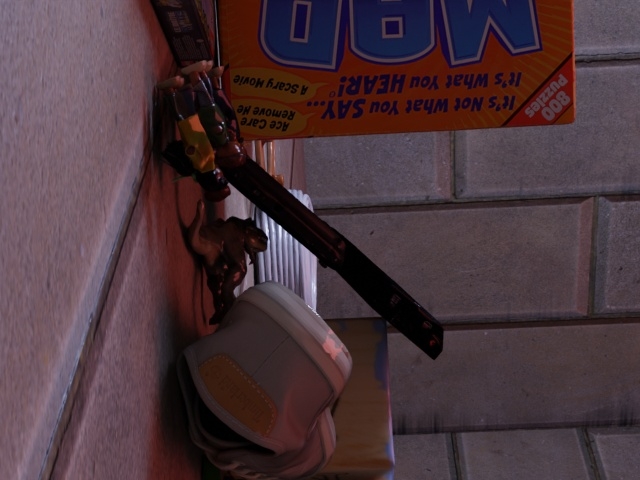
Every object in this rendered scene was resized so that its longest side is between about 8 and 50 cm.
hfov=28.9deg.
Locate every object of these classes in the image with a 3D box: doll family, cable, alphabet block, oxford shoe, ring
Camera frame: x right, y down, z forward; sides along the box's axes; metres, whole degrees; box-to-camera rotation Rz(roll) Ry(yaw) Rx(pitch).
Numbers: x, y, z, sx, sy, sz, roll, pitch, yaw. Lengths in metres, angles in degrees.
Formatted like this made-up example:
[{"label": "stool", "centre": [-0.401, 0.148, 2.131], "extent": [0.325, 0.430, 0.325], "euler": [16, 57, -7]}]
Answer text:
[{"label": "doll family", "centre": [-0.099, -0.091, 1.103], "extent": [0.193, 0.076, 0.111], "euler": [-41, 109, -81]}, {"label": "cable", "centre": [-0.053, 0.045, 2.029], "extent": [0.257, 0.089, 0.257], "euler": [84, 4, -61]}, {"label": "alphabet block", "centre": [-0.010, 0.207, 1.562], "extent": [0.193, 0.197, 0.192], "euler": [82, 4, -71]}, {"label": "oxford shoe", "centre": [-0.068, 0.166, 1.205], "extent": [0.130, 0.169, 0.449], "euler": [-45, 170, -17]}, {"label": "ring", "centre": [-0.089, -0.207, 2.189], "extent": [0.336, 0.032, 0.337], "euler": [-3, 90, -87]}]

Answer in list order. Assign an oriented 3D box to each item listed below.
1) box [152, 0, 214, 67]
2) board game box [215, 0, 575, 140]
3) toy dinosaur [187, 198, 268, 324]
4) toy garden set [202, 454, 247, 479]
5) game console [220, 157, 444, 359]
[{"label": "box", "centre": [-0.126, -0.246, 1.121], "extent": [0.207, 0.036, 0.114], "euler": [79, 9, -77]}, {"label": "board game box", "centre": [0.059, -0.302, 1.394], "extent": [0.356, 0.356, 0.357], "euler": [-128, -145, -81]}, {"label": "toy dinosaur", "centre": [-0.100, 0.026, 1.285], "extent": [0.268, 0.064, 0.118], "euler": [20, 63, -83]}, {"label": "toy garden set", "centre": [-0.087, 0.371, 1.262], "extent": [0.204, 0.049, 0.244], "euler": [84, 4, -55]}, {"label": "game console", "centre": [0.000, 0.000, 1.460], "extent": [0.361, 0.044, 0.213], "euler": [41, 2, -26]}]
